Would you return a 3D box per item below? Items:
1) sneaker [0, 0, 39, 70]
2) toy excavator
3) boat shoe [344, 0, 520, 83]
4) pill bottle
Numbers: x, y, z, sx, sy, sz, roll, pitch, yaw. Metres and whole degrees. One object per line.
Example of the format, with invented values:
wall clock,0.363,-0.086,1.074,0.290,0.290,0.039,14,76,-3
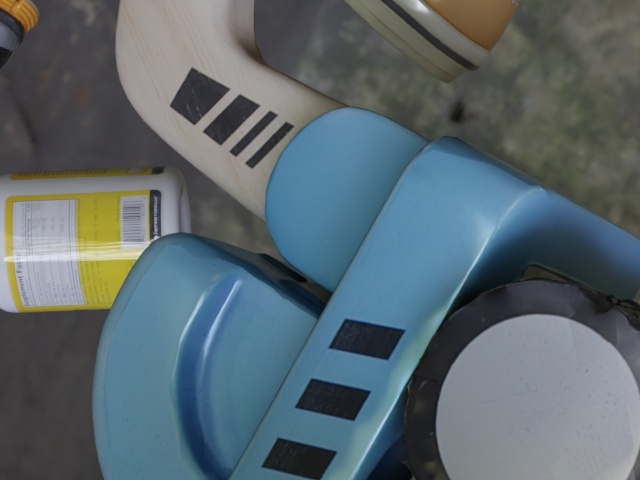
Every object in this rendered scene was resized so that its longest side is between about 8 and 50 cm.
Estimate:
sneaker,-0.298,-0.171,1.207,0.084,0.215,0.083,16,-100,64
toy excavator,0.000,0.000,0.811,0.433,0.445,0.222,-62,153,5
boat shoe,-0.018,-0.318,1.190,0.156,0.500,0.187,-47,154,14
pill bottle,-0.189,0.000,1.289,0.103,0.184,0.103,-2,90,-88
